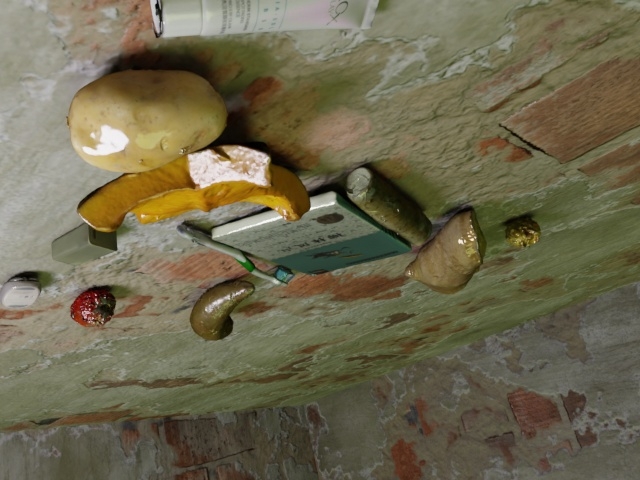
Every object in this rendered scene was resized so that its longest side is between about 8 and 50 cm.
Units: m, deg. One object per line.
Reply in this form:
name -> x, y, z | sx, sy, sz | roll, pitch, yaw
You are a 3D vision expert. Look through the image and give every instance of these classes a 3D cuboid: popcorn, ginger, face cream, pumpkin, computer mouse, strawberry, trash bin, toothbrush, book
popcorn -> 0.478, -0.016, 1.418 | 0.082, 0.083, 0.057 | 4, 133, 14
ginger -> 0.304, 0.037, 1.390 | 0.190, 0.126, 0.354 | 0, 153, -7
face cream -> -0.047, -0.239, 0.597 | 0.243, 0.058, 0.092 | -12, 154, -20
pumpkin -> -0.158, -0.066, 0.844 | 0.258, 0.095, 0.290 | -12, 175, 4
computer mouse -> -0.554, 0.091, 1.105 | 0.066, 0.039, 0.096 | 4, 144, -39
strawberry -> -0.469, 0.142, 1.230 | 0.096, 0.083, 0.083 | -10, 159, 12
trash bin -> -0.394, 0.007, 0.997 | 0.092, 0.043, 0.061 | -19, 158, 23
toothbrush -> -0.161, 0.040, 1.213 | 0.040, 0.042, 0.418 | -49, 151, 6
book -> 0.000, 0.000, 1.196 | 0.264, 0.031, 0.379 | -15, 160, 25

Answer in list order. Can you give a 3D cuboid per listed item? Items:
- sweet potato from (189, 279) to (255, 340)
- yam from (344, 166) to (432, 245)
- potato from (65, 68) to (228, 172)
sweet potato -> -0.249, 0.176, 1.421 | 0.124, 0.098, 0.310 | -27, 165, -30
yam -> 0.135, -0.057, 1.117 | 0.071, 0.067, 0.317 | -57, 146, 3
potato -> -0.193, -0.136, 0.680 | 0.178, 0.109, 0.118 | -14, 138, -14
